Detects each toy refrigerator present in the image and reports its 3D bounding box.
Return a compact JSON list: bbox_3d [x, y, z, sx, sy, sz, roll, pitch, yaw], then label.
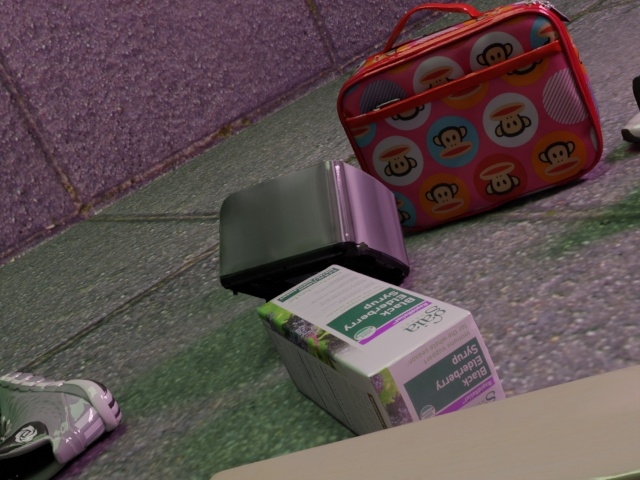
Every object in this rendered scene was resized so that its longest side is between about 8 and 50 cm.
[{"bbox_3d":[0.065,0.160,0.440,0.269,0.102,0.094,-20,18,18],"label":"toy refrigerator"}]

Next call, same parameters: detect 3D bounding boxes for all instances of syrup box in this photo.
[{"bbox_3d":[0.041,0.096,0.673,0.093,0.096,0.237,-30,17,-17],"label":"syrup box"}]

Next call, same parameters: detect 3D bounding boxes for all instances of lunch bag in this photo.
[{"bbox_3d":[0.177,-0.168,0.990,0.293,0.258,0.120,-19,18,21],"label":"lunch bag"}]

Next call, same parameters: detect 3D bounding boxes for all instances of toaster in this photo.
[{"bbox_3d":[0.000,0.000,0.885,0.185,0.110,0.168,-17,-19,26],"label":"toaster"}]

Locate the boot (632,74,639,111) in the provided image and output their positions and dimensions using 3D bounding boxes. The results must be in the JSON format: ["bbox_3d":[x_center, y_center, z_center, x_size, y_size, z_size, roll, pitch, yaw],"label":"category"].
[{"bbox_3d":[0.382,-0.138,0.822,0.077,0.137,0.198,-10,22,40],"label":"boot"}]

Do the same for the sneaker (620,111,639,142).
[{"bbox_3d":[0.438,-0.184,0.978,0.190,0.083,0.071,-30,19,-12],"label":"sneaker"}]

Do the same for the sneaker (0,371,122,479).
[{"bbox_3d":[-0.336,0.212,0.875,0.228,0.086,0.132,-11,24,35],"label":"sneaker"}]
